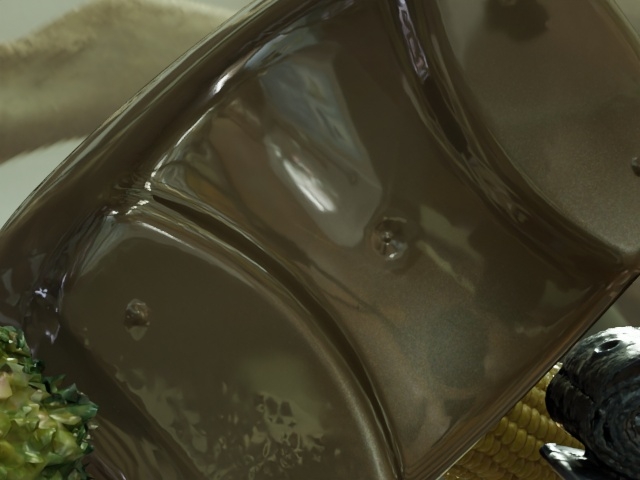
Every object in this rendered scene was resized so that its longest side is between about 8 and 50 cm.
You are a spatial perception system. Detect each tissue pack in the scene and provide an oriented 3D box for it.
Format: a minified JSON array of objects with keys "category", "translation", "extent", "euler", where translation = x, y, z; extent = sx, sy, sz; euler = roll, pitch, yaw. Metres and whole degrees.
[{"category":"tissue pack","translation":[0.000,0.000,0.835],"extent":[0.387,0.267,0.277],"euler":[-43,9,-14]}]

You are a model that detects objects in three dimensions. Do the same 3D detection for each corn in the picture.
[{"category":"corn","translation":[0.196,0.175,1.278],"extent":[0.387,0.144,0.144],"euler":[18,-60,-39]}]

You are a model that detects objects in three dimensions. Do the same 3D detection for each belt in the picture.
[{"category":"belt","translation":[0.273,0.125,1.034],"extent":[0.218,0.128,0.122],"euler":[10,-83,-9]}]

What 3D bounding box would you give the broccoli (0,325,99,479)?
[{"category":"broccoli","translation":[-0.183,0.114,0.546],"extent":[0.194,0.220,0.194],"euler":[-42,-32,-35]}]
